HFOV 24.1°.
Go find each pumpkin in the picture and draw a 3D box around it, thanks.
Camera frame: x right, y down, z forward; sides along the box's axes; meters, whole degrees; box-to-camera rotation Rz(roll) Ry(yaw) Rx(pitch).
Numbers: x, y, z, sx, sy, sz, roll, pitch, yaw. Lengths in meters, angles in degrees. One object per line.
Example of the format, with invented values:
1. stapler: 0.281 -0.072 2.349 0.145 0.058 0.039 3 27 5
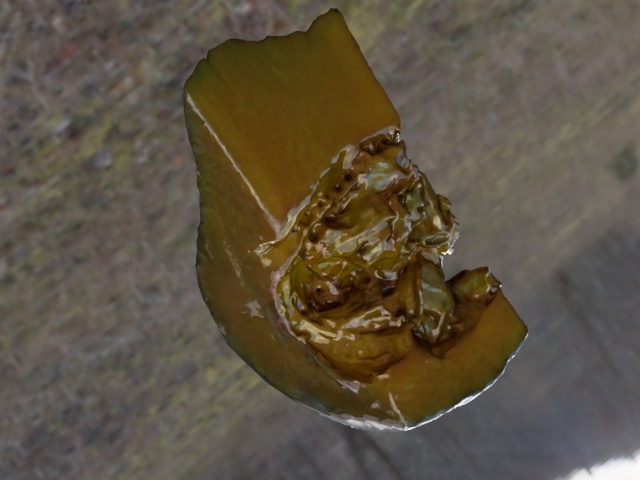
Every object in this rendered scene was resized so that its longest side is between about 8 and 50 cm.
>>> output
1. pumpkin: -0.004 -0.004 0.856 0.131 0.248 0.126 -35 -166 -30
